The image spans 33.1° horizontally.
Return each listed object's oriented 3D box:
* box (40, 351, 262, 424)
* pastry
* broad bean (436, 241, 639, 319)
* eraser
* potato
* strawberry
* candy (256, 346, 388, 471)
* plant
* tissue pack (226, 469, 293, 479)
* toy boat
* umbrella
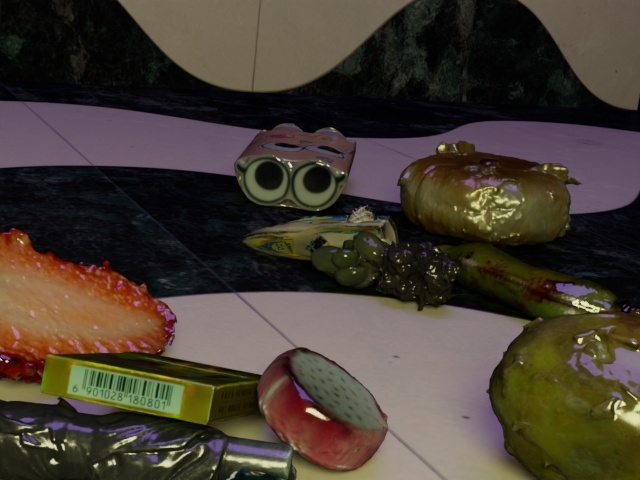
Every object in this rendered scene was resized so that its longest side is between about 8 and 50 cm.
[{"bbox_3d":[-0.110,0.108,0.804,0.122,0.030,0.193,9,-3,12],"label":"box"},{"bbox_3d":[0.238,-0.070,1.564,0.257,0.120,0.236,4,15,-5],"label":"pastry"},{"bbox_3d":[0.224,0.049,1.218,0.077,0.061,0.339,3,14,-41],"label":"broad bean"},{"bbox_3d":[-0.035,-0.122,1.720,0.171,0.087,0.290,8,15,3],"label":"eraser"},{"bbox_3d":[0.270,0.127,0.779,0.298,0.141,0.176,6,23,2],"label":"potato"},{"bbox_3d":[-0.230,0.080,0.915,0.208,0.087,0.167,27,27,-24],"label":"strawberry"},{"bbox_3d":[0.001,0.124,0.798,0.103,0.043,0.103,31,18,-12],"label":"candy"},{"bbox_3d":[0.075,0.029,1.211,0.174,0.087,0.085,9,-21,25],"label":"plant"},{"bbox_3d":[0.017,0.185,0.546,0.170,0.090,0.103,9,17,13],"label":"tissue pack"},{"bbox_3d":[0.000,0.000,1.311,0.210,0.084,0.066,0,48,22],"label":"toy boat"},{"bbox_3d":[-0.133,0.144,0.722,0.236,0.059,0.066,8,35,1],"label":"umbrella"}]
